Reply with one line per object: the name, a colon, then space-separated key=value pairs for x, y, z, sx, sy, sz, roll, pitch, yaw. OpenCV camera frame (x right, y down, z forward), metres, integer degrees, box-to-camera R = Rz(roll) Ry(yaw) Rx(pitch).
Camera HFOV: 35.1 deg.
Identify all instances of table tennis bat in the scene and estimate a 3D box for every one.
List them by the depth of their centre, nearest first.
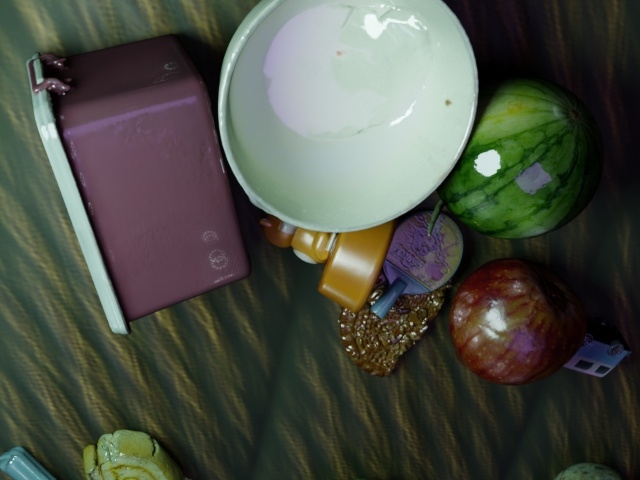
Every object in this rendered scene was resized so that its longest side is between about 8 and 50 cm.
table tennis bat: x=0.117 y=0.032 z=1.280 sx=0.100 sy=0.019 sz=0.155 roll=37 pitch=94 yaw=-15
table tennis bat: x=-0.344 y=0.367 z=1.392 sx=0.153 sy=0.040 sz=0.244 roll=-20 pitch=121 yaw=37

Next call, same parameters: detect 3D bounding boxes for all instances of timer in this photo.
timer: x=0.000 y=0.000 z=1.213 sx=0.152 sy=0.132 sz=0.132 roll=22 pitch=117 yaw=-1

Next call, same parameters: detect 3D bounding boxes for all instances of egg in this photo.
egg: x=0.421 y=0.413 z=1.548 sx=0.141 sy=0.141 sz=0.182 roll=-38 pitch=140 yaw=13

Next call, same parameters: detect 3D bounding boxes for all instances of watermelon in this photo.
watermelon: x=0.214 y=-0.089 z=1.152 sx=0.188 sy=0.188 sz=0.215 roll=23 pitch=146 yaw=-25

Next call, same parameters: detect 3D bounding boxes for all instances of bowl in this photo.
bowl: x=0.014 y=-0.160 z=1.070 sx=0.277 sy=0.145 sz=0.277 roll=-7 pitch=117 yaw=-14

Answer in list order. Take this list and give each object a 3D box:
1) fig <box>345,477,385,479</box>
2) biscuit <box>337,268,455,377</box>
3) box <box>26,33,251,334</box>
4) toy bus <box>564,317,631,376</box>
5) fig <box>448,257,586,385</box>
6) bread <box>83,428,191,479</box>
fig: x=0.102 y=0.431 z=1.500 sx=0.235 sy=0.203 sz=0.203 roll=-16 pitch=135 yaw=-47
biscuit: x=0.091 y=0.095 z=1.336 sx=0.126 sy=0.025 sz=0.206 roll=17 pitch=117 yaw=-22
box: x=-0.187 y=-0.068 z=1.075 sx=0.167 sy=0.193 sz=0.294 roll=-17 pitch=124 yaw=-7
toy bus: x=0.359 y=0.143 z=1.406 sx=0.123 sy=0.060 sz=0.075 roll=18 pitch=121 yaw=-25
fig: x=0.230 y=0.121 z=1.314 sx=0.175 sy=0.175 sz=0.207 roll=32 pitch=130 yaw=-28
bread: x=-0.253 y=0.321 z=1.381 sx=0.117 sy=0.064 sz=0.156 roll=-18 pitch=120 yaw=16
